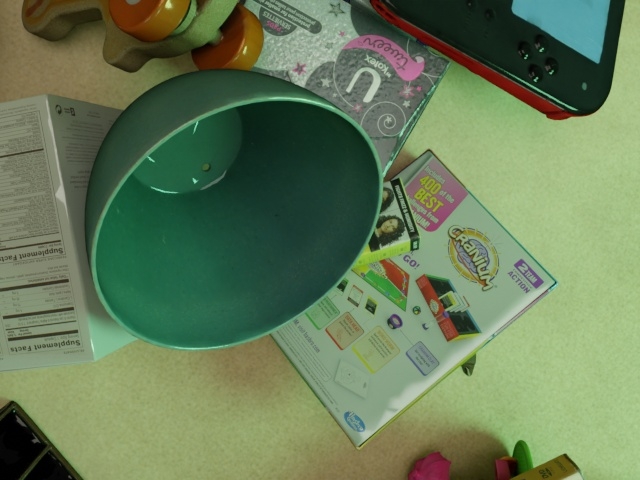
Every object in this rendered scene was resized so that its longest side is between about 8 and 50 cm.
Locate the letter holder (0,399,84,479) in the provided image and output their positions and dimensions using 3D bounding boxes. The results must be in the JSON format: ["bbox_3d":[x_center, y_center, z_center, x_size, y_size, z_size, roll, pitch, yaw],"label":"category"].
[{"bbox_3d":[-0.462,0.362,0.718,0.302,0.214,0.152,-38,96,-4],"label":"letter holder"}]

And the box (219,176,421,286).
[{"bbox_3d":[0.000,0.000,0.774,0.233,0.058,0.087,-16,73,3],"label":"box"}]

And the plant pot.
[{"bbox_3d":[-0.110,-0.057,0.652,0.290,0.195,0.290,-20,135,-21],"label":"plant pot"}]

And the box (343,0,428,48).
[{"bbox_3d":[0.082,-0.293,0.801,0.137,0.126,0.072,30,87,-7],"label":"box"}]

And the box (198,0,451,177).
[{"bbox_3d":[0.006,-0.198,0.770,0.247,0.142,0.163,30,92,-1],"label":"box"}]

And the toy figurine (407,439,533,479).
[{"bbox_3d":[0.199,0.355,0.870,0.159,0.130,0.173,2,117,6],"label":"toy figurine"}]

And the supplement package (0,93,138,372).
[{"bbox_3d":[-0.312,-0.006,0.706,0.198,0.199,0.262,-8,94,11],"label":"supplement package"}]

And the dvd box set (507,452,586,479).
[{"bbox_3d":[0.186,0.490,0.761,0.421,0.062,0.307,-28,90,4],"label":"dvd box set"}]

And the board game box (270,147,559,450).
[{"bbox_3d":[0.097,0.070,0.805,0.317,0.064,0.242,-38,72,-4],"label":"board game box"}]

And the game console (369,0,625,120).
[{"bbox_3d":[0.246,-0.368,0.771,0.342,0.060,0.386,23,73,-25],"label":"game console"}]

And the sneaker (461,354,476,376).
[{"bbox_3d":[0.125,0.174,0.858,0.189,0.066,0.071,-13,98,-5],"label":"sneaker"}]

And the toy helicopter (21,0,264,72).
[{"bbox_3d":[-0.218,-0.300,0.698,0.355,0.140,0.234,3,84,34],"label":"toy helicopter"}]
